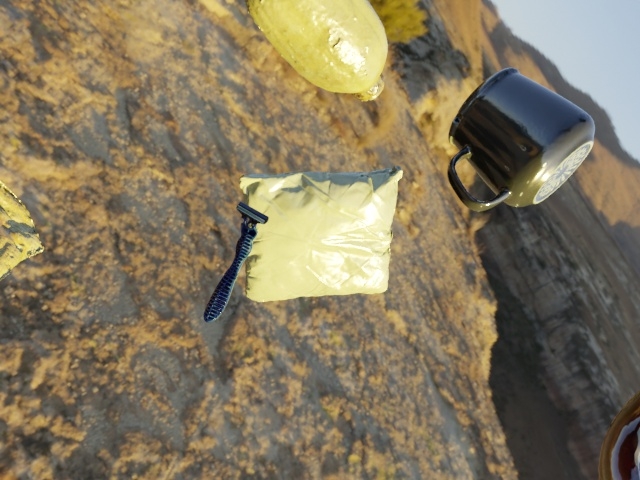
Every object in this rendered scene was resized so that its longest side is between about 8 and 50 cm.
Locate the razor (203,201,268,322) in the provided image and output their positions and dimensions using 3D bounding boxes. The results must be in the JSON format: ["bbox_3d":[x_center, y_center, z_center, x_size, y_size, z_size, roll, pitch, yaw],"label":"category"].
[{"bbox_3d":[-0.106,0.031,0.791,0.044,0.154,0.028,27,12,18],"label":"razor"}]

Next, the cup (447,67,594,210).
[{"bbox_3d":[0.275,-0.140,0.954,0.176,0.223,0.169,49,-17,18],"label":"cup"}]

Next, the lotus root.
[{"bbox_3d":[0.007,-0.190,0.596,0.183,0.090,0.077,41,46,-42],"label":"lotus root"}]

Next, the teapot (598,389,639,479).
[{"bbox_3d":[0.214,0.032,0.289,0.178,0.252,0.135,34,11,-19],"label":"teapot"}]

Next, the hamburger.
[{"bbox_3d":[-0.539,-0.013,0.917,0.309,0.133,0.211,-73,142,-70],"label":"hamburger"}]

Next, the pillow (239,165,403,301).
[{"bbox_3d":[-0.001,-0.001,1.148,0.076,0.275,0.280,-100,-170,-53],"label":"pillow"}]
